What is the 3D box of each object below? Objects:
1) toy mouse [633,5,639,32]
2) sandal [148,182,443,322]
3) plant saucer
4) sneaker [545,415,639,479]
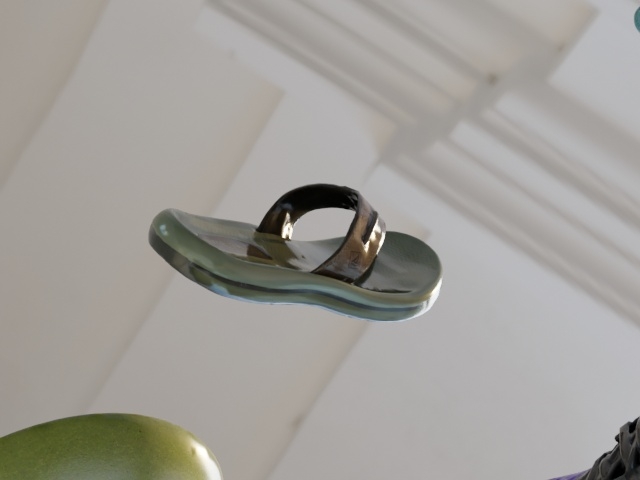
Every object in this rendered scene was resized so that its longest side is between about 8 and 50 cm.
[{"bbox_3d":[0.328,-0.247,1.624,0.143,0.031,0.161,-23,-70,-64],"label":"toy mouse"},{"bbox_3d":[0.000,0.000,1.274,0.120,0.086,0.303,30,-166,37],"label":"sandal"},{"bbox_3d":[-0.167,0.208,1.044,0.241,0.241,0.037,-3,-139,-29],"label":"plant saucer"},{"bbox_3d":[0.174,0.105,0.756,0.146,0.293,0.102,58,-143,-27],"label":"sneaker"}]
